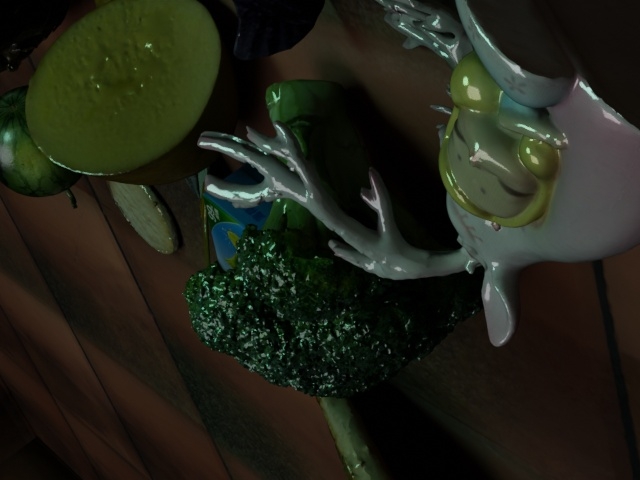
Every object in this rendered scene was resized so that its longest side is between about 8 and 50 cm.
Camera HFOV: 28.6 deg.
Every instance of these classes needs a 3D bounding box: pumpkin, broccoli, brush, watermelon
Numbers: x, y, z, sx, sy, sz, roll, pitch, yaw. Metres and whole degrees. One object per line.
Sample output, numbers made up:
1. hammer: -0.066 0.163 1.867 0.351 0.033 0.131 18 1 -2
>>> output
1. pumpkin: -0.380 -0.252 1.365 0.159 0.238 0.238 55 157 4
2. broccoli: 0.000 0.000 1.057 0.269 0.254 0.269 -1 88 48
3. brush: -0.123 0.007 1.375 0.083 0.011 0.205 115 152 -70
4. watermelon: -0.367 -0.116 1.654 0.140 0.140 0.187 37 157 32

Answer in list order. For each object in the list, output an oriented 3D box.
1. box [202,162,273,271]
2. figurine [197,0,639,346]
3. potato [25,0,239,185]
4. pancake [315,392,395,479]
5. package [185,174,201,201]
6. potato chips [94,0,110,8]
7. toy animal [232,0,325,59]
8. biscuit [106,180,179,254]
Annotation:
1. box: -0.043 0.030 1.333 0.139 0.073 0.194 37 153 32
2. figurine: 0.096 -0.087 0.783 0.284 0.206 0.316 40 149 14
3. potato: -0.160 -0.126 1.219 0.178 0.203 0.158 49 -178 24
4. pancake: 0.067 0.306 1.383 0.356 0.065 0.356 -16 -90 -89
5. package: -0.155 -0.093 1.434 0.037 0.015 0.110 -108 1 -51
6. potato chips: -0.204 -0.219 1.279 0.057 0.080 0.407 28 149 14
7. toy animal: -0.090 -0.270 0.925 0.298 0.122 0.185 57 157 -14
8. biscuit: -0.238 -0.043 1.668 0.152 0.020 0.152 41 155 24
